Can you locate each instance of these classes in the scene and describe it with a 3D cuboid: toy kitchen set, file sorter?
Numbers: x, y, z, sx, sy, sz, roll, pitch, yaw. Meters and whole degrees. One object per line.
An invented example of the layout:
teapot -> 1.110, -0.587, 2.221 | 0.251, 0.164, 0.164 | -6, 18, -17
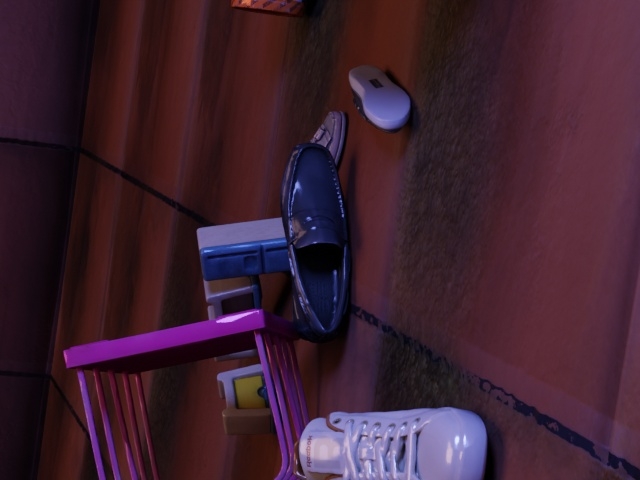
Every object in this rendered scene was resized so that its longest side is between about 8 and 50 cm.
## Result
toy kitchen set -> -0.071, 0.105, 1.996 | 0.207, 0.122, 0.166 | 86, 174, -47
file sorter -> -0.121, 0.187, 1.756 | 0.291, 0.202, 0.182 | 44, -146, -82

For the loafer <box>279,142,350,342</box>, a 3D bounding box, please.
loafer -> 0.000, 0.000, 1.822 | 0.078, 0.076, 0.223 | 148, 120, -74

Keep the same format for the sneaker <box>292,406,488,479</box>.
sneaker -> 0.052, 0.206, 1.518 | 0.290, 0.123, 0.106 | 151, 125, -67

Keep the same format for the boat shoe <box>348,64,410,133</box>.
boat shoe -> 0.063, -0.140, 1.736 | 0.142, 0.049, 0.040 | -114, 16, -60

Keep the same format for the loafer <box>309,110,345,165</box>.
loafer -> -0.003, -0.091, 1.917 | 0.045, 0.039, 0.125 | -113, 34, -58

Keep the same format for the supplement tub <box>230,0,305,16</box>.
supplement tub -> -0.053, -0.374, 2.045 | 0.117, 0.117, 0.190 | -161, 78, -72
